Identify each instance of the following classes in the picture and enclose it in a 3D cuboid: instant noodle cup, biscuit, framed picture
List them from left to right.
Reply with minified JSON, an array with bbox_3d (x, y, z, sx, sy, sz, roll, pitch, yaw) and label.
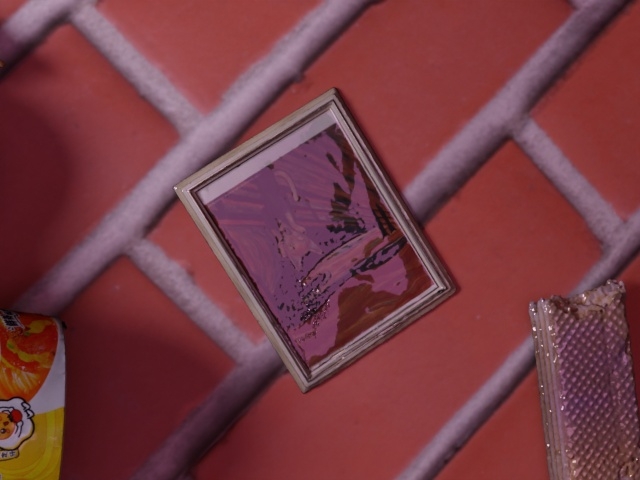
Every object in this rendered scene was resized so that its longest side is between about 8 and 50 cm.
[{"bbox_3d":[-0.342,0.169,0.834,0.200,0.264,0.265,6,90,-20],"label":"instant noodle cup"},{"bbox_3d":[0.000,0.000,1.014,0.216,0.016,0.273,-34,97,-10],"label":"framed picture"},{"bbox_3d":[0.308,0.169,1.060,0.108,0.062,0.239,-8,94,-13],"label":"biscuit"}]

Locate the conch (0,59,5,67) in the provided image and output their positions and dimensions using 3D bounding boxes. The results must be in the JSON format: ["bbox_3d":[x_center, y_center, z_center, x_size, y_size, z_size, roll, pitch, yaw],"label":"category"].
[{"bbox_3d":[-0.461,-0.224,0.872,0.330,0.093,0.109,20,92,-11],"label":"conch"}]
